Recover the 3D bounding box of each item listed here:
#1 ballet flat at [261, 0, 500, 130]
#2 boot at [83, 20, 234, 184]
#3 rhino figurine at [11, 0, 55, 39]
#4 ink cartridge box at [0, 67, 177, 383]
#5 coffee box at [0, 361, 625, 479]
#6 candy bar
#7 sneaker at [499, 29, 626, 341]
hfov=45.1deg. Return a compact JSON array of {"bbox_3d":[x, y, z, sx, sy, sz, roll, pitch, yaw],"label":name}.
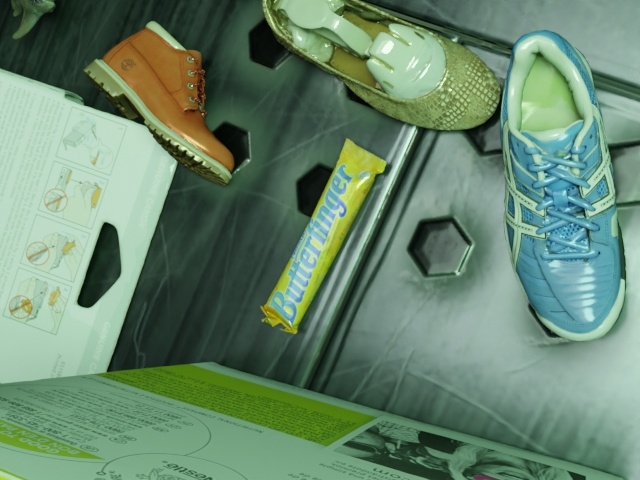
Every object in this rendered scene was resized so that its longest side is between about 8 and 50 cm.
[{"bbox_3d":[0.035,-0.142,0.577,0.206,0.067,0.073,28,96,23],"label":"ballet flat"},{"bbox_3d":[-0.117,-0.118,0.652,0.158,0.059,0.084,44,79,8],"label":"boot"},{"bbox_3d":[-0.273,-0.309,0.730,0.106,0.073,0.243,5,89,21],"label":"rhino figurine"},{"bbox_3d":[-0.274,-0.007,0.714,0.239,0.060,0.275,20,94,0],"label":"ink cartridge box"},{"bbox_3d":[-0.046,0.277,0.432,0.338,0.334,0.337,12,90,25],"label":"coffee box"},{"bbox_3d":[0.000,0.000,0.609,0.040,0.018,0.161,31,98,24],"label":"candy bar"},{"bbox_3d":[0.151,-0.037,0.509,0.080,0.081,0.211,-12,82,21],"label":"sneaker"}]
